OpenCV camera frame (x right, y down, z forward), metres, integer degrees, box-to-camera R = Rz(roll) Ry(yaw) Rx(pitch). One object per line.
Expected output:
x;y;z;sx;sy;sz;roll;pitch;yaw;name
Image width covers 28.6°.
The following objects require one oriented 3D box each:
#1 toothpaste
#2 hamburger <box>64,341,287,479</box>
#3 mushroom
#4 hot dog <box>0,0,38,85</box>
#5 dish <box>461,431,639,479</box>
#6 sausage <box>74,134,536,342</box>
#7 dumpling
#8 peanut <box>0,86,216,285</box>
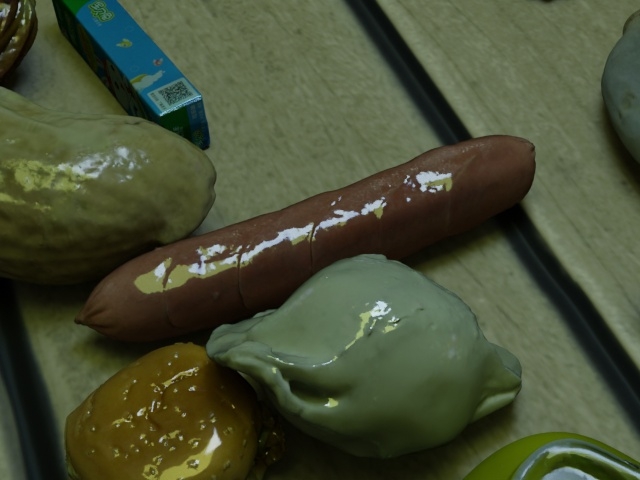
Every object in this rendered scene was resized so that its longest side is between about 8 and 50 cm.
-0.197;-0.181;1.273;0.050;0.065;0.267;-27;51;-18;toothpaste
-0.110;0.150;0.930;0.147;0.083;0.138;-34;57;-23;hamburger
0.323;-0.135;1.173;0.118;0.103;0.270;-10;40;-5;mushroom
-0.422;-0.212;1.278;0.272;0.122;0.196;-3;47;-6;hot dog
0.192;0.218;0.827;0.262;0.108;0.221;19;51;21;dish
0.000;0.000;1.070;0.433;0.088;0.088;-20;48;-14;sausage
0.028;0.081;0.950;0.258;0.147;0.193;0;17;-37;dumpling
-0.266;-0.044;1.085;0.339;0.158;0.174;15;18;12;peanut
